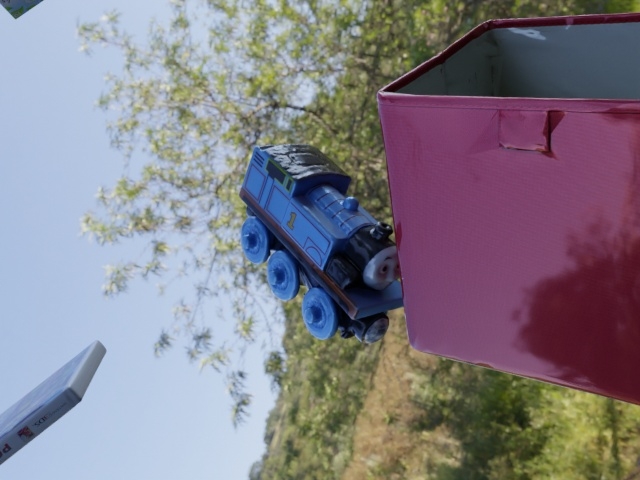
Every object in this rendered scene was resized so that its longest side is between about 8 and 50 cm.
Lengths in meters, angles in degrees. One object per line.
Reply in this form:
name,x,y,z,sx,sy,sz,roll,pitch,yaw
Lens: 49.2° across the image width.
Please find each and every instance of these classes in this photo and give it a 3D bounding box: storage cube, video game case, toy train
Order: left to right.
video game case,-0.314,0.189,0.732,0.183,0.023,0.201,-38,10,-5
toy train,0.000,0.000,0.573,0.080,0.184,0.105,-10,-48,-38
storage cube,0.171,-0.032,0.463,0.184,0.215,0.193,-41,-50,-44

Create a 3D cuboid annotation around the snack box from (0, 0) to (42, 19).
snack box,-0.482,-0.423,1.098,0.100,0.037,0.141,-35,-14,-4
